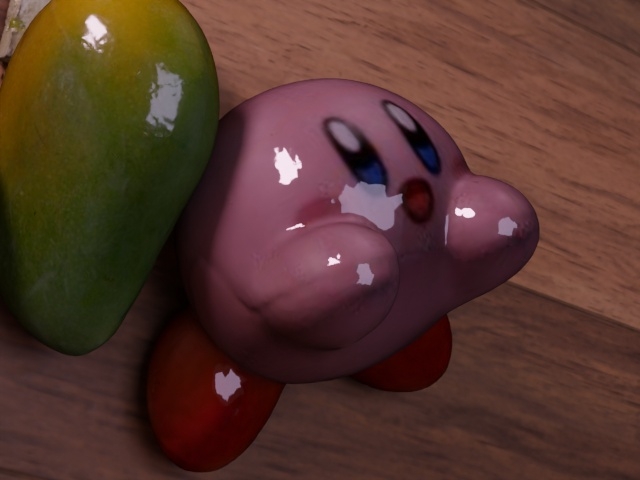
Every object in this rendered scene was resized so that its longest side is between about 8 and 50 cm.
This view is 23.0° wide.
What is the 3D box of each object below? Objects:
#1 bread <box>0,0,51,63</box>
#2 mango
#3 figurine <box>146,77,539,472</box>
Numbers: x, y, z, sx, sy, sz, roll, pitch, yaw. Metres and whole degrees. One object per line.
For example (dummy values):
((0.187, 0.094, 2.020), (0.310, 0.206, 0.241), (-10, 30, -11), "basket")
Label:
((-0.156, -0.139, 1.129), (0.154, 0.028, 0.068), (19, 77, -30), "bread")
((-0.151, -0.051, 1.050), (0.114, 0.156, 0.251), (-16, 126, -67), "mango")
((-0.005, 0.000, 1.124), (0.270, 0.261, 0.211), (-18, 69, -33), "figurine")
